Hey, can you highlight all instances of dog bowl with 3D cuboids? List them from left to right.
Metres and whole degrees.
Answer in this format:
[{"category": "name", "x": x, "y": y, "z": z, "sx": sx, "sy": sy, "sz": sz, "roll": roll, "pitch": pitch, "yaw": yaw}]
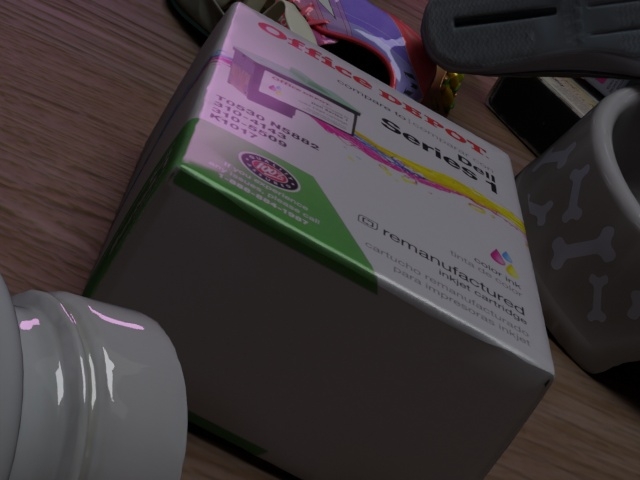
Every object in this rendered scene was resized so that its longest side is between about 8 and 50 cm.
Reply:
[{"category": "dog bowl", "x": 0.310, "y": 0.018, "z": 1.108, "sx": 0.349, "sy": 0.102, "sz": 0.349, "roll": 19, "pitch": 37, "yaw": -15}]

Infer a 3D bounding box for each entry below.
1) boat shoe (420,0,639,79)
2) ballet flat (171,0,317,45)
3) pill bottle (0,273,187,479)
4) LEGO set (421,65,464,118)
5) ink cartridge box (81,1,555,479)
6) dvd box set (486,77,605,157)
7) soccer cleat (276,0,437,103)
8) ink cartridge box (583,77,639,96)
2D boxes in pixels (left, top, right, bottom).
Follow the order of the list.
[{"category": "boat shoe", "x": 0.231, "y": -0.175, "z": 1.167, "sx": 0.302, "sy": 0.109, "sz": 0.094, "roll": 1, "pitch": 2, "yaw": 14}, {"category": "ballet flat", "x": -0.047, "y": -0.161, "z": 1.133, "sx": 0.072, "sy": 0.068, "sz": 0.213, "roll": 13, "pitch": 29, "yaw": -40}, {"category": "pill bottle", "x": -0.163, "y": 0.051, "z": 0.462, "sx": 0.229, "sy": 0.131, "sz": 0.131, "roll": 15, "pitch": 28, "yaw": -36}, {"category": "LEGO set", "x": 0.158, "y": -0.188, "z": 1.364, "sx": 0.107, "sy": 0.132, "sz": 0.287, "roll": 22, "pitch": 22, "yaw": 0}, {"category": "ink cartridge box", "x": 0.000, "y": 0.000, "z": 0.800, "sx": 0.201, "sy": 0.117, "sz": 0.278, "roll": 29, "pitch": 22, "yaw": -10}, {"category": "dvd box set", "x": 0.389, "y": -0.036, "z": 1.466, "sx": 0.420, "sy": 0.062, "sz": 0.307, "roll": 9, "pitch": 32, "yaw": -44}, {"category": "soccer cleat", "x": -0.017, "y": -0.185, "z": 1.217, "sx": 0.248, "sy": 0.083, "sz": 0.095, "roll": 36, "pitch": 34, "yaw": 9}, {"category": "ink cartridge box", "x": 0.385, "y": -0.104, "z": 1.439, "sx": 0.186, "sy": 0.065, "sz": 0.311, "roll": 3, "pitch": 33, "yaw": -50}]
